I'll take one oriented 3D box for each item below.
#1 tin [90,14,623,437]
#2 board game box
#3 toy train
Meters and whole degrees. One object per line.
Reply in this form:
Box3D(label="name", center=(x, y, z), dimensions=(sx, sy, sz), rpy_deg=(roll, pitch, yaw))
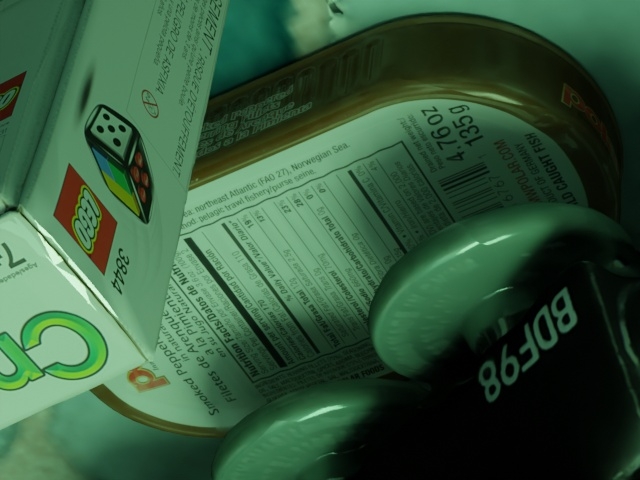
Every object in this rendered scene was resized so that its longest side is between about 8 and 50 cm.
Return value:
Box3D(label="tin", center=(0.000, 0.000, 0.605), dimensions=(0.190, 0.040, 0.106), rpy_deg=(-22, 119, 22))
Box3D(label="board game box", center=(-0.165, 0.008, 0.526), dimensions=(0.305, 0.193, 0.053), rpy_deg=(-25, 122, 23))
Box3D(label="toy train", center=(0.061, 0.114, 0.606), dimensions=(0.190, 0.142, 0.334), rpy_deg=(11, 137, -33))
